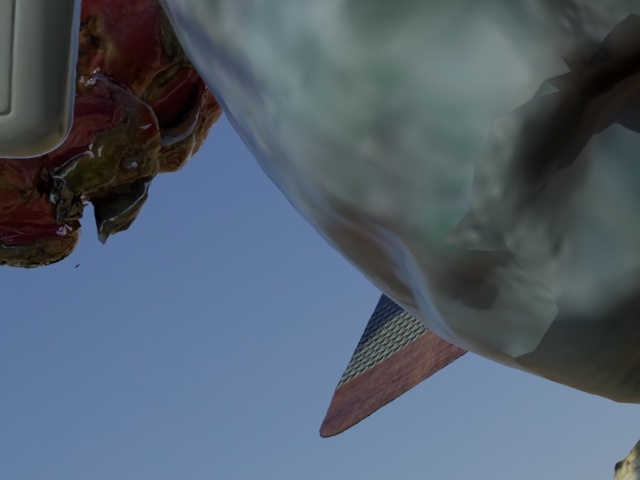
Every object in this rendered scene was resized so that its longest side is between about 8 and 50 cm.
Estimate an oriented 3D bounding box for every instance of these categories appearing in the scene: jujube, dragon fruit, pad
[{"bbox_3d":[0.064,-0.124,0.430,0.247,0.308,0.215,9,-37,-19],"label":"jujube"},{"bbox_3d":[-0.206,-0.102,1.053,0.291,0.250,0.269,-37,23,-16],"label":"dragon fruit"},{"bbox_3d":[0.009,0.021,0.984,0.323,0.055,0.250,-16,20,20],"label":"pad"}]

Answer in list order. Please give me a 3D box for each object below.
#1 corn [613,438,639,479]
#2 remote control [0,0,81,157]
[{"bbox_3d":[0.199,0.120,0.692,0.087,0.211,0.087,-41,-36,-39],"label":"corn"},{"bbox_3d":[-0.064,-0.102,0.357,0.050,0.184,0.027,7,19,1],"label":"remote control"}]
